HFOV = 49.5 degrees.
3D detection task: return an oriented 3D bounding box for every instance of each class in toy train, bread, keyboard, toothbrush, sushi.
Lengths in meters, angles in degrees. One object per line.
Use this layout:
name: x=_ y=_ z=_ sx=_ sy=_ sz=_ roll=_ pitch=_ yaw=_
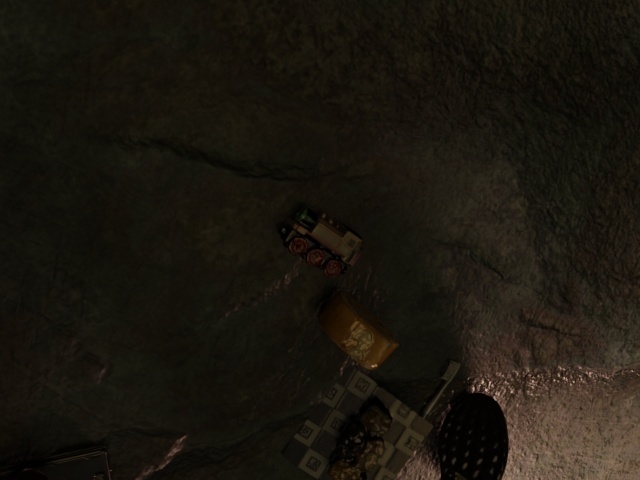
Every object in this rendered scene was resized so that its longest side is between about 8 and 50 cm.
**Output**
toy train: x=0.000 y=0.000 z=1.118 sx=0.138 sy=0.050 sz=0.087 roll=33 pitch=92 yaw=-25
bread: x=0.062 y=0.156 z=1.159 sx=0.149 sy=0.122 sz=0.073 roll=40 pitch=97 yaw=-26
keyboard: x=-0.459 y=0.391 z=1.124 sx=0.230 sy=0.025 sz=0.094 roll=-8 pitch=112 yaw=-16
toothbrush: x=0.190 y=0.346 z=1.334 sx=0.025 sy=0.019 sz=0.276 roll=25 pitch=101 yaw=-20
sushi: x=0.063 y=0.362 z=1.231 sx=0.192 sy=0.050 sz=0.215 roll=36 pitch=95 yaw=2

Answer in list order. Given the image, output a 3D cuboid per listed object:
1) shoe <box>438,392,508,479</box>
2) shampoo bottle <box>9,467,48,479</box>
shoe: x=0.296 y=0.469 z=1.362 sx=0.171 sy=0.132 sz=0.337 roll=29 pitch=76 yaw=-63
shampoo bottle: x=-0.520 y=0.455 z=1.079 sx=0.260 sy=0.064 sz=0.102 roll=-45 pitch=130 yaw=13
